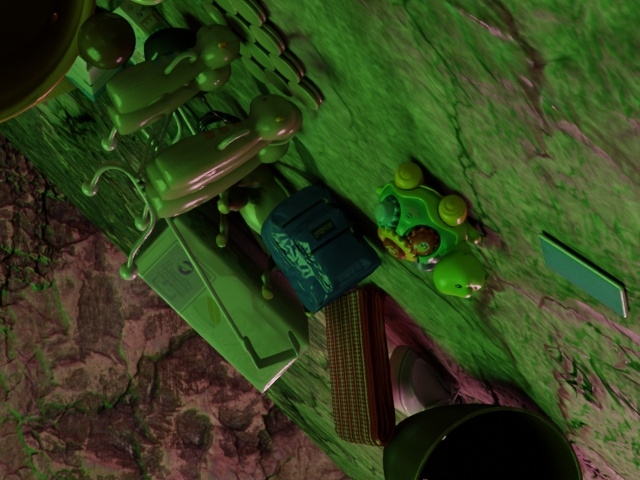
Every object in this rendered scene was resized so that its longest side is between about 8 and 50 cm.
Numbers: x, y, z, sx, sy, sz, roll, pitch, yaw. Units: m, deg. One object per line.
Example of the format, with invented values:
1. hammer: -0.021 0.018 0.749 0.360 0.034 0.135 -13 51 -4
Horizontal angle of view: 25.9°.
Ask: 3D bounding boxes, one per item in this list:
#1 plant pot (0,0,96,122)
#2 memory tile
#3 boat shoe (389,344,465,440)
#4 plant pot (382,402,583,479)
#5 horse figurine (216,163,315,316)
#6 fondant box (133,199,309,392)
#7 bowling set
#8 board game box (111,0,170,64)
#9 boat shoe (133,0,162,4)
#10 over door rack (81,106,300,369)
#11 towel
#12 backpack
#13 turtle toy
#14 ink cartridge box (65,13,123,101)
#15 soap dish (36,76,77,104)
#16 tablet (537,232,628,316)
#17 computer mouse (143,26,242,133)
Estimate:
1. plant pot: -0.360 -0.263 1.376 0.291 0.291 0.203 46 -176 -12
2. memory tile: -0.060 -0.181 1.246 0.113 0.012 0.148 32 165 44
3. boat shoe: 0.155 0.211 1.826 0.081 0.079 0.227 5 147 30
4. plant pot: 0.164 0.285 1.674 0.215 0.215 0.230 46 170 -16
5. horse figurine: -0.071 -0.025 1.607 0.263 0.066 0.174 49 -155 -26
6. fondant box: -0.130 0.055 1.914 0.238 0.096 0.330 44 -175 -8
7. bowling set: -0.116 -0.144 1.276 0.200 0.154 0.287 63 169 -3
8. board game box: -0.188 -0.216 1.523 0.103 0.026 0.154 46 168 -13
9. boat shoe: -0.197 -0.278 1.230 0.170 0.063 0.059 44 175 -3
10. over door rack: -0.149 -0.013 1.656 0.324 0.108 0.239 49 -157 -23
11. towel: 0.049 0.166 1.814 0.275 0.031 0.199 150 117 -78
12. backpack: 0.000 0.000 1.505 0.120 0.098 0.101 55 160 6
13. turtle toy: 0.095 -0.005 1.219 0.130 0.066 0.095 39 168 18
14. ink cartridge box: -0.299 -0.246 1.706 0.104 0.060 0.180 44 169 1
15. soap dish: -0.472 -0.304 1.947 0.229 0.118 0.291 50 168 -32
16. tablet: 0.208 0.027 1.102 0.083 0.006 0.054 36 166 30
17. computer mouse: -0.121 -0.158 1.458 0.242 0.071 0.041 57 -162 -63
